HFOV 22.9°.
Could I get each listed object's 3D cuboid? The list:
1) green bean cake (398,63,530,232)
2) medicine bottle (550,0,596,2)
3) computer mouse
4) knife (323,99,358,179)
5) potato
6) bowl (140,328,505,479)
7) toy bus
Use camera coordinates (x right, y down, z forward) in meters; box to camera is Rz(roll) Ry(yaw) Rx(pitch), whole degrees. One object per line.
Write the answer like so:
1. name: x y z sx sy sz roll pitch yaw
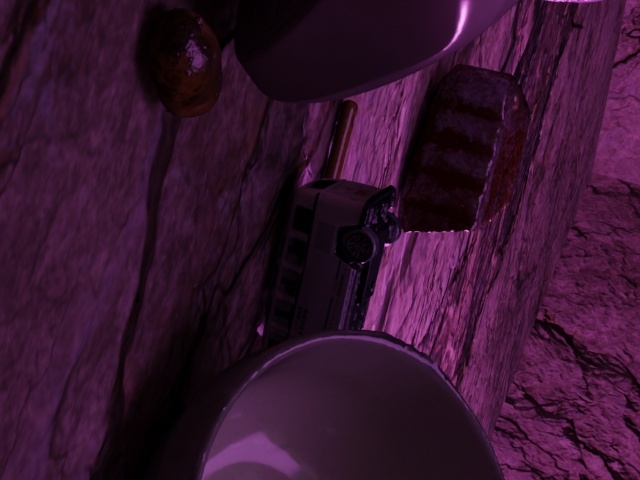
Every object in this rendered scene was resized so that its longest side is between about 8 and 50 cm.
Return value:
1. green bean cake: 0.167 -0.089 1.801 0.232 0.097 0.198 17 88 -77
2. medicine bottle: 0.295 -0.371 1.725 0.388 0.219 0.219 -39 143 -69
3. computer mouse: 0.058 -0.185 0.942 0.297 0.121 0.184 -36 -140 57
4. knife: 0.001 0.000 1.407 0.046 0.022 0.256 -30 135 -76
5. potato: -0.078 -0.103 0.929 0.051 0.040 0.083 -63 163 -18
6. bowl: -0.014 0.229 1.162 0.307 0.163 0.307 15 67 -38
7. toy bus: 0.004 0.042 1.320 0.087 0.089 0.194 -34 139 -67
